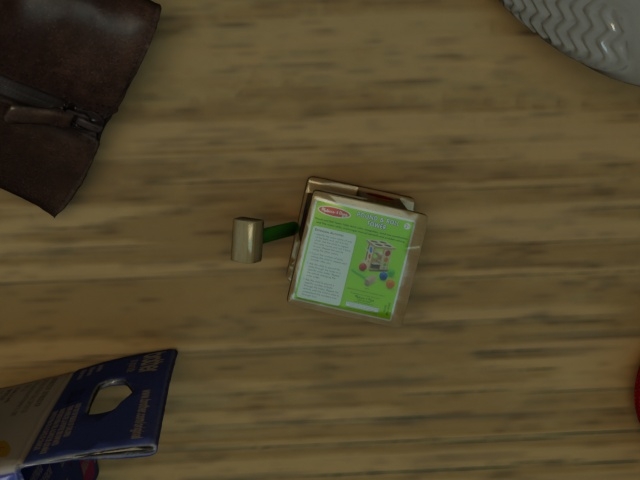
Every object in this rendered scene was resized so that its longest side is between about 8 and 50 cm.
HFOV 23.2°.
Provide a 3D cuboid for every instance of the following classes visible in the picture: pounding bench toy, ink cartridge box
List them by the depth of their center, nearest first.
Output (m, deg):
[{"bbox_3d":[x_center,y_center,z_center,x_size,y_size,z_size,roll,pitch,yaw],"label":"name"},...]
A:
[{"bbox_3d":[-0.210,0.119,0.656,0.311,0.186,0.065,-14,97,-1],"label":"ink cartridge box"},{"bbox_3d":[0.000,0.000,0.710,0.083,0.065,0.052,12,99,-5],"label":"pounding bench toy"}]

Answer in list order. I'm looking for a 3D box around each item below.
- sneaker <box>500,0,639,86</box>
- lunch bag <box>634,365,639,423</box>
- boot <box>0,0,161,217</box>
[{"bbox_3d":[0.258,-0.141,0.671,0.366,0.210,0.137,7,108,31],"label":"sneaker"},{"bbox_3d":[0.320,0.096,0.716,0.258,0.120,0.293,-41,98,3],"label":"lunch bag"},{"bbox_3d":[-0.161,-0.139,0.649,0.207,0.090,0.248,20,122,-12],"label":"boot"}]
